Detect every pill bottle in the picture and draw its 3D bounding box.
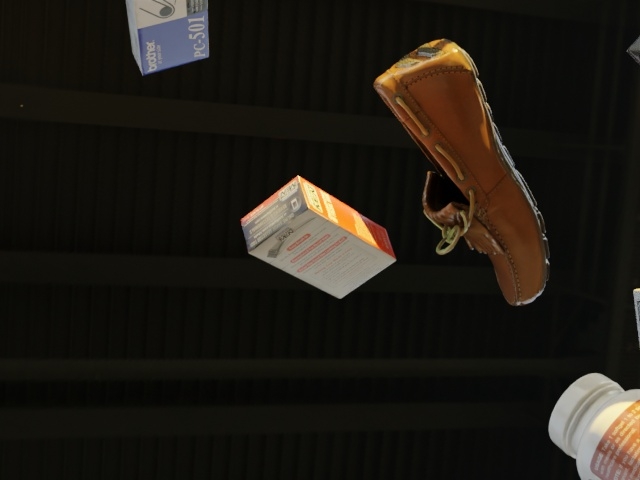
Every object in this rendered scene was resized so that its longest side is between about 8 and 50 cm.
[{"bbox_3d":[0.337,0.225,0.933,0.121,0.216,0.121,-18,-56,-28],"label":"pill bottle"}]

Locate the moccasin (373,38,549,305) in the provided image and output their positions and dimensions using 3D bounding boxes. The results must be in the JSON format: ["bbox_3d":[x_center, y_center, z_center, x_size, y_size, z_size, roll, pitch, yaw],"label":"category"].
[{"bbox_3d":[0.183,-0.064,1.203,0.147,0.139,0.380,-31,-58,-2],"label":"moccasin"}]

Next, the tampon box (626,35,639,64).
[{"bbox_3d":[0.449,-0.236,1.048,0.161,0.120,0.101,-26,-109,-38],"label":"tampon box"}]

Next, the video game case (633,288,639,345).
[{"bbox_3d":[0.556,0.198,1.363,0.061,0.244,0.270,-5,-93,-10],"label":"video game case"}]

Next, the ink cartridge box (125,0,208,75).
[{"bbox_3d":[-0.195,-0.302,1.193,0.097,0.207,0.046,-20,-115,-15],"label":"ink cartridge box"}]

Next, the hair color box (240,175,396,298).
[{"bbox_3d":[0.000,0.000,1.084,0.093,0.053,0.167,-36,-39,23],"label":"hair color box"}]
